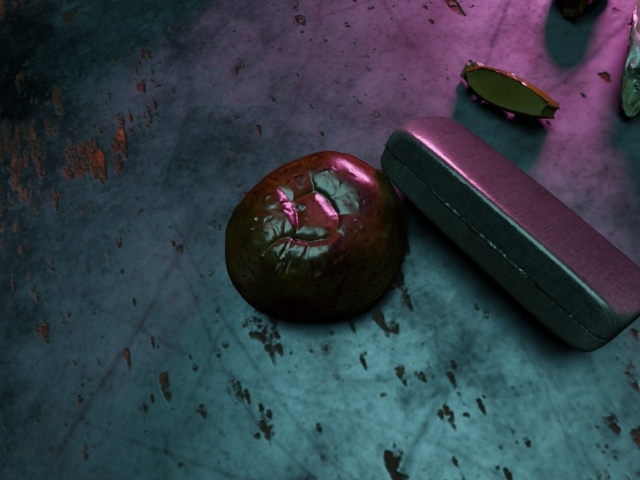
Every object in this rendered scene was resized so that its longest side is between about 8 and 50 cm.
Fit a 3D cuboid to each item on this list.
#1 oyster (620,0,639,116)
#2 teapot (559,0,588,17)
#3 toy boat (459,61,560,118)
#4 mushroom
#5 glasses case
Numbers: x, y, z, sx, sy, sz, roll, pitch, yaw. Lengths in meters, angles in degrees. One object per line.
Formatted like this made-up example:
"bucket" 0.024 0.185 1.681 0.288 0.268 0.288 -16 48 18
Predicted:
"oyster" 0.492 -0.286 0.641 0.199 0.087 0.252 -1 58 21
"teapot" 0.396 -0.383 0.717 0.129 0.078 0.098 -56 27 -4
"toy boat" 0.254 -0.204 0.679 0.149 0.049 0.047 38 121 28
"mushroom" -0.002 -0.006 0.590 0.231 0.138 0.194 -42 65 -8
"glasses case" 0.210 -0.024 0.562 0.131 0.074 0.323 -20 58 -40
